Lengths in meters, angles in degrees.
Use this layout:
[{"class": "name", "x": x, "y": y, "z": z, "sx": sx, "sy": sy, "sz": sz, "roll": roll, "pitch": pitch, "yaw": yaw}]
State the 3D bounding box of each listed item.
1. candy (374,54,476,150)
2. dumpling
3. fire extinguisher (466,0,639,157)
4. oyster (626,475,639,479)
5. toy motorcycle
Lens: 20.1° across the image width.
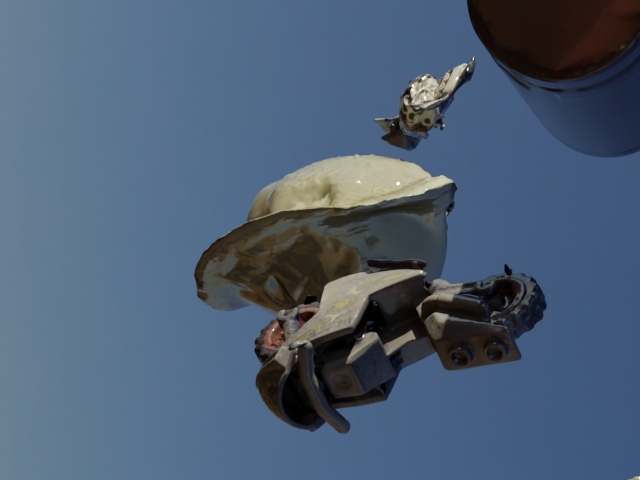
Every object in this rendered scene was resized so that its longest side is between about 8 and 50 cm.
[{"class": "candy", "x": 0.098, "y": -0.132, "z": 1.697, "sx": 0.094, "sy": 0.051, "sz": 0.226, "roll": -58, "pitch": -176, "yaw": -2}, {"class": "dumpling", "x": -0.002, "y": -0.004, "z": 1.589, "sx": 0.243, "sy": 0.227, "sz": 0.175, "roll": 102, "pitch": -28, "yaw": -42}, {"class": "fire extinguisher", "x": 0.188, "y": -0.127, "z": 1.180, "sx": 0.337, "sy": 0.135, "sz": 0.114, "roll": 28, "pitch": 41, "yaw": -74}, {"class": "oyster", "x": 0.166, "y": 0.188, "z": 0.965, "sx": 0.045, "sy": 0.146, "sz": 0.122, "roll": 23, "pitch": -60, "yaw": 48}, {"class": "toy motorcycle", "x": 0.041, "y": 0.068, "z": 1.211, "sx": 0.080, "sy": 0.215, "sz": 0.122, "roll": 64, "pitch": 32, "yaw": -27}]
